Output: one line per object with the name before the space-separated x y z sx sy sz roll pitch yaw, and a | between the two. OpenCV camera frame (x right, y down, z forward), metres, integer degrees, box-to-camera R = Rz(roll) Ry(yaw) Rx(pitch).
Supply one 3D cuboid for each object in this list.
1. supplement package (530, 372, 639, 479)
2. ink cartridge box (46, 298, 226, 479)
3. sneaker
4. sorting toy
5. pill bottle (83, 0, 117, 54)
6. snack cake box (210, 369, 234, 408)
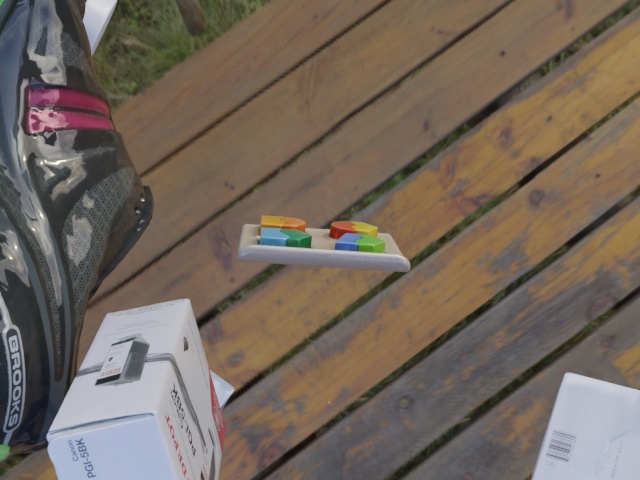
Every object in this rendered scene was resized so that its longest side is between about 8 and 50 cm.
supplement package | 0.367 0.309 1.128 0.149 0.203 0.194 13 66 27
ink cartridge box | -0.094 0.106 0.486 0.056 0.135 0.099 -12 110 3
sneaker | -0.232 -0.067 0.653 0.185 0.202 0.483 -12 60 28
sorting toy | 0.000 0.000 1.055 0.193 0.208 0.038 4 98 -4
pill bottle | -0.305 -0.246 0.857 0.193 0.108 0.108 25 80 -15
snack cake box | -0.217 0.218 1.232 0.152 0.264 0.089 38 67 4
